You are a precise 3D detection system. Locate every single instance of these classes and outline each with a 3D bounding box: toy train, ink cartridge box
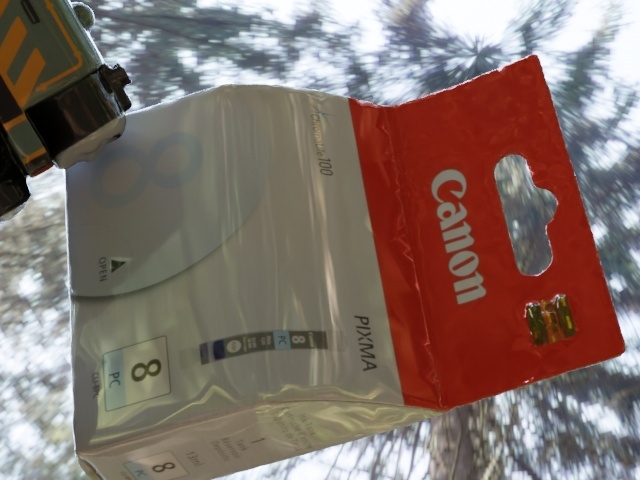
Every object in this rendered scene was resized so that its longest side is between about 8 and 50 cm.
[{"bbox_3d":[-0.281,-0.180,1.227,0.190,0.142,0.334,-31,-80,-8],"label":"toy train"},{"bbox_3d":[0.000,0.000,1.215,0.385,0.091,0.308,-18,-130,10],"label":"ink cartridge box"}]
